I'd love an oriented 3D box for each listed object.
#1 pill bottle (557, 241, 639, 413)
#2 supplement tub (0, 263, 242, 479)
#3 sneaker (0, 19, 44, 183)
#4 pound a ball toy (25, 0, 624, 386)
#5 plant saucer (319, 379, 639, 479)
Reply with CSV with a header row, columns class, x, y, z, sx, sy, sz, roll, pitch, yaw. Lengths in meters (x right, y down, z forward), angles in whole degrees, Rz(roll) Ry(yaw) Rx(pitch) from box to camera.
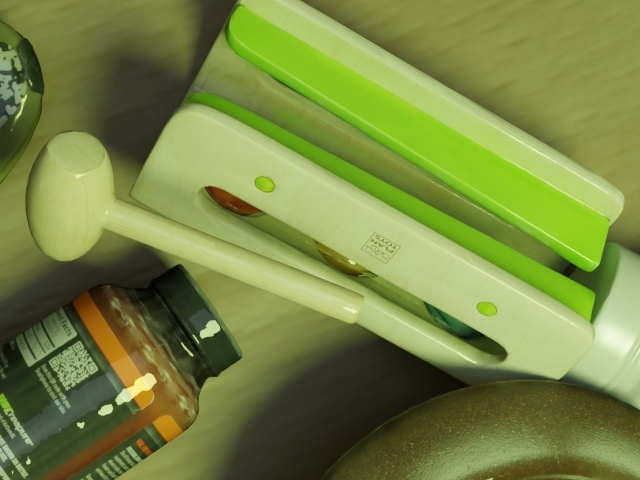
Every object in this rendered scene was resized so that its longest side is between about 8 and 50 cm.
class,x,y,z,sx,sy,sz,roll,pitch,yaw
pill bottle,0.247,0.093,0.859,0.208,0.119,0.119,29,85,-6
supplement tub,-0.146,0.096,0.808,0.198,0.106,0.106,-33,94,-8
sneaker,-0.344,-0.034,0.733,0.410,0.182,0.158,-20,94,-17
pound a ball toy,0.000,0.000,0.799,0.319,0.136,0.208,28,49,-7
plant saucer,0.114,0.236,0.779,0.311,0.050,0.310,-2,98,-14
